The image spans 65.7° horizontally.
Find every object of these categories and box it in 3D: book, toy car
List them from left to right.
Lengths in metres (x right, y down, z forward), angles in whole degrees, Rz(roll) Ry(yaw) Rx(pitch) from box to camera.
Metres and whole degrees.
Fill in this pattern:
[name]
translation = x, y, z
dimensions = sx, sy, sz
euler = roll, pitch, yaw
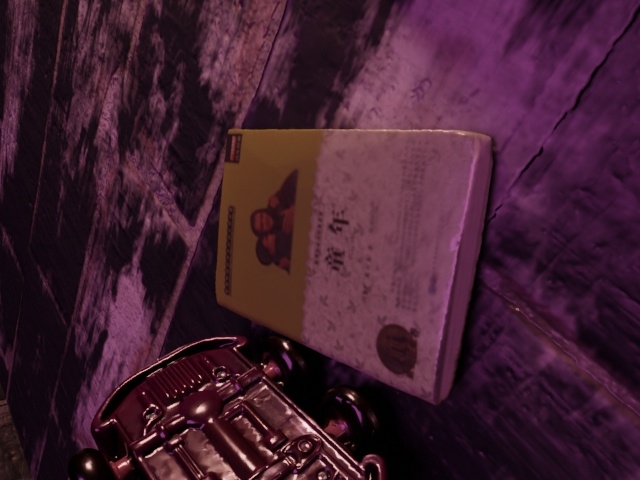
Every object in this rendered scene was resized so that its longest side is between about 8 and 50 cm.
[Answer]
[toy car]
translation = -0.079, 0.278, 0.532
dimensions = 0.341, 0.271, 0.240
euler = 32, 137, 41
[book]
translation = 0.000, 0.000, 0.532
dimensions = 0.352, 0.035, 0.238
euler = 13, 100, 43
